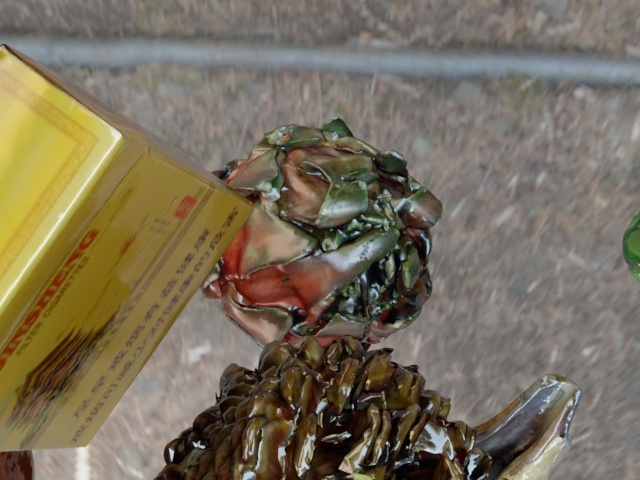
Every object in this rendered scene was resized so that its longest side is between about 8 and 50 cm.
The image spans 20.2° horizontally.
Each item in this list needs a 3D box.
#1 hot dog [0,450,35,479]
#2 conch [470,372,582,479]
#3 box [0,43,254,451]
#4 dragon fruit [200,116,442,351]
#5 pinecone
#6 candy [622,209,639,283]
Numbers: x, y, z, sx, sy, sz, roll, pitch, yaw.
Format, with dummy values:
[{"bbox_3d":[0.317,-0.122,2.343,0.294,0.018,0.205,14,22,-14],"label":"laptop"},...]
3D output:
[{"bbox_3d":[-0.355,0.233,1.158,0.196,0.365,0.367,35,111,30],"label":"hot dog"},{"bbox_3d":[0.094,0.165,1.088,0.086,0.080,0.232,28,110,21],"label":"conch"},{"bbox_3d":[-0.135,0.016,0.893,0.076,0.274,0.174,34,91,11],"label":"box"},{"bbox_3d":[-0.002,0.003,1.259,0.182,0.188,0.182,1,66,-1],"label":"dragon fruit"},{"bbox_3d":[0.005,0.163,0.970,0.221,0.221,0.221,0,76,-1],"label":"pinecone"},{"bbox_3d":[0.346,0.112,1.657,0.097,0.097,0.323,-5,66,-2],"label":"candy"}]
